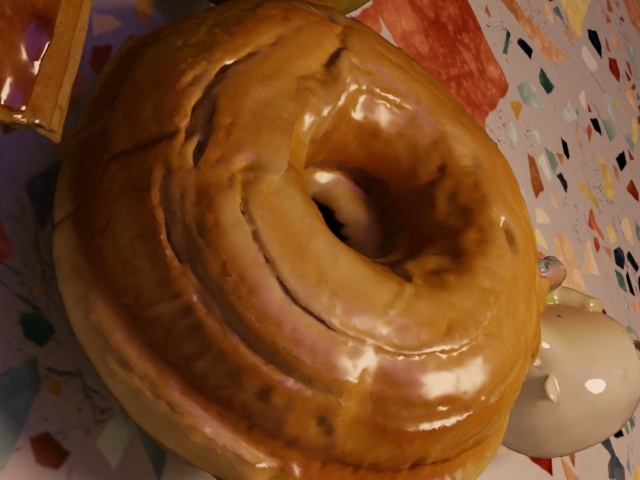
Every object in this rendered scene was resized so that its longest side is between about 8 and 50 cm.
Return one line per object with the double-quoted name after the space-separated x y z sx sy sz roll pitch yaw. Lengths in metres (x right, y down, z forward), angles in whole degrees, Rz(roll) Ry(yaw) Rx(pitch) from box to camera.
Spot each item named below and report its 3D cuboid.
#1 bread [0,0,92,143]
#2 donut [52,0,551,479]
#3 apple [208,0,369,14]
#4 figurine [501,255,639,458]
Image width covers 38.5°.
-0.291 -0.114 0.460 0.314 0.191 0.370 45 55 -57 "bread"
0.000 0.000 0.731 0.448 0.198 0.449 20 51 -27 "donut"
-0.043 -0.318 0.842 0.260 0.194 0.261 8 52 -10 "apple"
0.216 0.054 1.037 0.394 0.226 0.274 66 9 7 "figurine"
